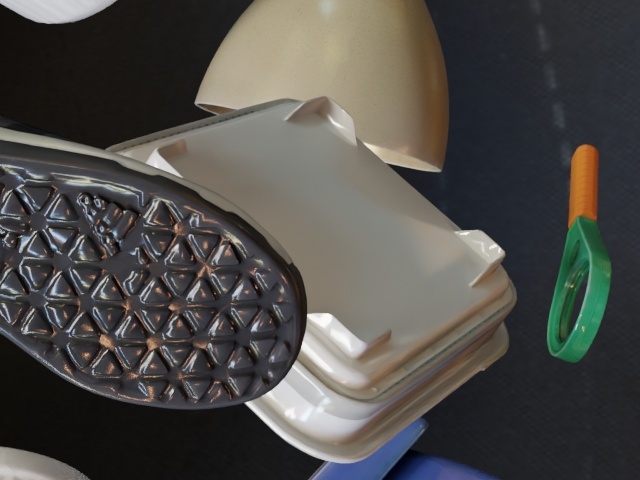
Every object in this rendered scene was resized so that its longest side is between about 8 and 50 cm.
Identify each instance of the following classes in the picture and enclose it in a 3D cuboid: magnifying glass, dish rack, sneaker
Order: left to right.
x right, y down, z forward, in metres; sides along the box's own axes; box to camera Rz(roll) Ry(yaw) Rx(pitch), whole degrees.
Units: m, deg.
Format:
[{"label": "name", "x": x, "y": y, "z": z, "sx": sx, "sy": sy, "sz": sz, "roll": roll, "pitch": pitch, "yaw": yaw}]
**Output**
[{"label": "sneaker", "x": -0.113, "y": -0.016, "z": 0.535, "sx": 0.234, "sy": 0.097, "sz": 0.084, "roll": 22, "pitch": 108, "yaw": -10}, {"label": "dish rack", "x": 0.000, "y": 0.000, "z": 1.056, "sx": 0.285, "sy": 0.072, "sz": 0.333, "roll": 43, "pitch": 30, "yaw": 13}, {"label": "magnifying glass", "x": 0.221, "y": 0.005, "z": 1.247, "sx": 0.026, "sy": 0.092, "sz": 0.231, "roll": 19, "pitch": 46, "yaw": -4}]

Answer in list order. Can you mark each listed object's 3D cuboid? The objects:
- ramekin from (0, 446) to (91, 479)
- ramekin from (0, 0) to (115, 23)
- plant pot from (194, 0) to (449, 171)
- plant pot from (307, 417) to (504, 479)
[{"label": "ramekin", "x": -0.273, "y": 0.259, "z": 1.147, "sx": 0.207, "sy": 0.207, "sz": 0.109, "roll": 29, "pitch": 40, "yaw": -34}, {"label": "ramekin", "x": -0.258, "y": -0.343, "z": 1.493, "sx": 0.127, "sy": 0.273, "sz": 0.273, "roll": 42, "pitch": 65, "yaw": -41}, {"label": "plant pot", "x": 0.023, "y": -0.203, "z": 1.623, "sx": 0.284, "sy": 0.284, "sz": 0.191, "roll": 16, "pitch": 91, "yaw": -37}, {"label": "plant pot", "x": 0.046, "y": 0.273, "z": 1.081, "sx": 0.212, "sy": 0.236, "sz": 0.236, "roll": 42, "pitch": 66, "yaw": 8}]
